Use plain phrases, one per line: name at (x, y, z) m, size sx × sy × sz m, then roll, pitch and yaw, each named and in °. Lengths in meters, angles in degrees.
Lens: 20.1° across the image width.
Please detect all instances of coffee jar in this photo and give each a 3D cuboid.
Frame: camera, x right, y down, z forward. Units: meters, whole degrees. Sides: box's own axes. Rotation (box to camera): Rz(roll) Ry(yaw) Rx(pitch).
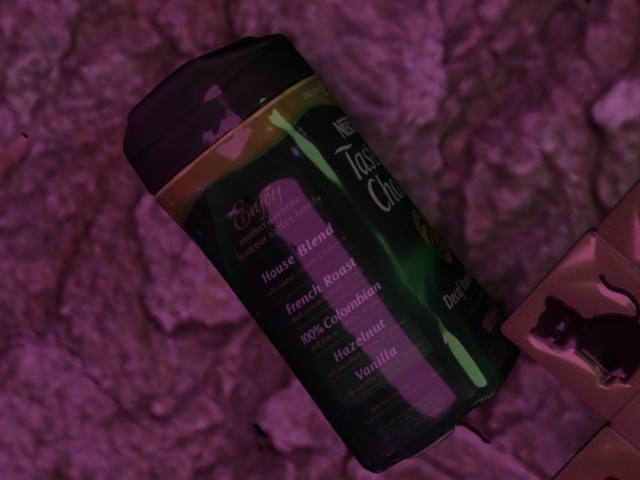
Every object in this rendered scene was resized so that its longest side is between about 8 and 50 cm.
coffee jar at (0.000, 0.000, 0.753) m, size 0.079 × 0.096 × 0.184 m, roll -38°, pitch 92°, yaw 19°

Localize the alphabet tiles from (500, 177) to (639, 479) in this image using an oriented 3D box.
alphabet tiles at (0.251, 0.084, 0.675) m, size 0.342 × 0.011 × 0.285 m, roll 40°, pitch 115°, yaw 1°
